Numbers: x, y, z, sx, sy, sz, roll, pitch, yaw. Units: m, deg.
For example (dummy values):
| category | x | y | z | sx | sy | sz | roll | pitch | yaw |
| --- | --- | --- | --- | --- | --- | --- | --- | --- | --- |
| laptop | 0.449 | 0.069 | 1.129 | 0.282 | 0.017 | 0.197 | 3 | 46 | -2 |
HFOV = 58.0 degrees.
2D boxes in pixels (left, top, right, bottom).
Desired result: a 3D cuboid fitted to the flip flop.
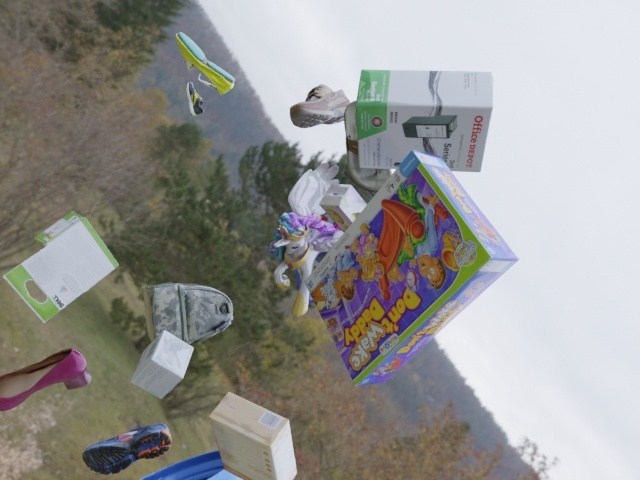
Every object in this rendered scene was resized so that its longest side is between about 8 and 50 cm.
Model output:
| category | x | y | z | sx | sy | sz | roll | pitch | yaw |
| --- | --- | --- | --- | --- | --- | --- | --- | --- | --- |
| flip flop | 0.121 | -0.256 | 1.524 | 0.080 | 0.113 | 0.276 | 88 | -6 | -74 |

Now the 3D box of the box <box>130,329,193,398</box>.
| category | x | y | z | sx | sy | sz | roll | pitch | yaw |
| --- | --- | --- | --- | --- | --- | --- | --- | --- | --- |
| box | -0.365 | 0.286 | 1.334 | 0.087 | 0.102 | 0.101 | 36 | 28 | -18 |

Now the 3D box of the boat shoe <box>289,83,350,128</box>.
| category | x | y | z | sx | sy | sz | roll | pitch | yaw |
| --- | --- | --- | --- | --- | --- | --- | --- | --- | --- |
| boat shoe | -0.005 | -0.437 | 1.864 | 0.324 | 0.123 | 0.116 | -23 | 96 | -59 |

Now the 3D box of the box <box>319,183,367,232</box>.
| category | x | y | z | sx | sy | sz | roll | pitch | yaw |
| --- | --- | --- | --- | --- | --- | --- | --- | --- | --- |
| box | 0.116 | -0.010 | 1.362 | 0.067 | 0.063 | 0.324 | 11 | -28 | 45 |

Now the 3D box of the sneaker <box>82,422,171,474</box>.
| category | x | y | z | sx | sy | sz | roll | pitch | yaw |
| --- | --- | --- | --- | --- | --- | --- | --- | --- | --- |
| sneaker | -0.473 | 0.509 | 1.425 | 0.087 | 0.222 | 0.083 | -128 | -153 | -78 |

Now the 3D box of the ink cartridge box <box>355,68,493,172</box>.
| category | x | y | z | sx | sy | sz | roll | pitch | yaw |
| --- | --- | --- | --- | --- | --- | --- | --- | --- | --- |
| ink cartridge box | 0.232 | -0.268 | 1.309 | 0.211 | 0.290 | 0.121 | 80 | 16 | -55 |

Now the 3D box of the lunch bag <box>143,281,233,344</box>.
| category | x | y | z | sx | sy | sz | roll | pitch | yaw |
| --- | --- | --- | --- | --- | --- | --- | --- | --- | --- |
| lunch bag | -0.447 | 0.240 | 1.940 | 0.305 | 0.256 | 0.212 | 168 | -85 | -69 |

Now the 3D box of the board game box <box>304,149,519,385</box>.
| category | x | y | z | sx | sy | sz | roll | pitch | yaw |
| --- | --- | --- | --- | --- | --- | --- | --- | --- | --- |
| board game box | 0.133 | 0.054 | 0.988 | 0.078 | 0.347 | 0.233 | 5 | 45 | -41 |

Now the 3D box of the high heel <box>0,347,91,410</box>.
| category | x | y | z | sx | sy | sz | roll | pitch | yaw |
| --- | --- | --- | --- | --- | --- | --- | --- | --- | --- |
| high heel | -0.923 | 0.416 | 1.795 | 0.181 | 0.378 | 0.127 | 92 | -20 | -46 |

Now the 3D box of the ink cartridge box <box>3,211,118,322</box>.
| category | x | y | z | sx | sy | sz | roll | pitch | yaw |
| --- | --- | --- | --- | --- | --- | --- | --- | --- | --- |
| ink cartridge box | -0.731 | 0.070 | 1.612 | 0.097 | 0.255 | 0.188 | 19 | -38 | 44 |

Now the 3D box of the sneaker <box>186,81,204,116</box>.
| category | x | y | z | sx | sy | sz | roll | pitch | yaw |
| --- | --- | --- | --- | --- | --- | --- | --- | --- | --- |
| sneaker | -0.302 | -0.343 | 1.396 | 0.031 | 0.035 | 0.083 | -115 | -165 | -88 |

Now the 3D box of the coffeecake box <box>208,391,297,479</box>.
| category | x | y | z | sx | sy | sz | roll | pitch | yaw |
| --- | --- | --- | --- | --- | --- | --- | --- | --- | --- |
| coffeecake box | -0.129 | 0.403 | 1.131 | 0.143 | 0.068 | 0.185 | 17 | -48 | 25 |

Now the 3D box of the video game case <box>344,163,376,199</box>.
| category | x | y | z | sx | sy | sz | roll | pitch | yaw |
| --- | --- | --- | --- | --- | --- | --- | --- | --- | --- |
| video game case | 0.180 | -0.132 | 1.769 | 0.274 | 0.026 | 0.196 | 44 | -1 | 1 |

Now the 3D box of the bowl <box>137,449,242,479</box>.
| category | x | y | z | sx | sy | sz | roll | pitch | yaw |
| --- | --- | --- | --- | --- | --- | --- | --- | --- | --- |
| bowl | -0.373 | 0.639 | 1.449 | 0.391 | 0.392 | 0.077 | 104 | -33 | -83 |

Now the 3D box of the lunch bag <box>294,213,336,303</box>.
| category | x | y | z | sx | sy | sz | roll | pitch | yaw |
| --- | --- | --- | --- | --- | --- | --- | --- | --- | --- |
| lunch bag | 0.018 | 0.064 | 1.895 | 0.115 | 0.243 | 0.303 | 37 | 38 | -70 |

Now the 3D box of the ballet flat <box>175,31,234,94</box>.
| category | x | y | z | sx | sy | sz | roll | pitch | yaw |
| --- | --- | --- | --- | --- | --- | --- | --- | --- | --- |
| ballet flat | -0.377 | -0.548 | 1.817 | 0.231 | 0.077 | 0.077 | 40 | 24 | -15 |

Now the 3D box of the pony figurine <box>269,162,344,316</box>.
| category | x | y | z | sx | sy | sz | roll | pitch | yaw |
| --- | --- | --- | --- | --- | --- | --- | --- | --- | --- |
| pony figurine | 0.000 | 0.000 | 1.624 | 0.303 | 0.351 | 0.363 | 35 | -31 | 25 |
